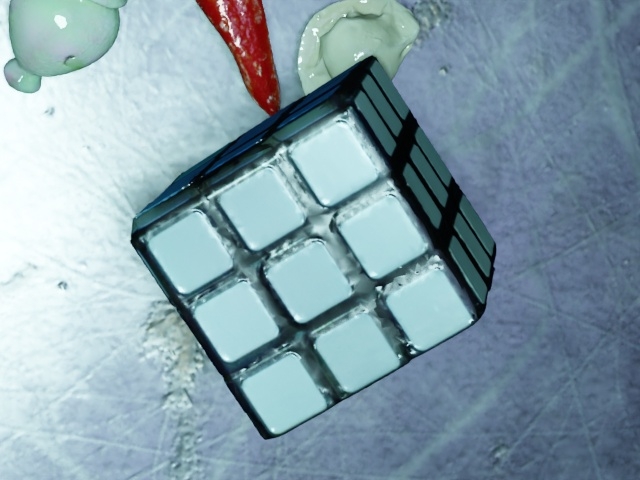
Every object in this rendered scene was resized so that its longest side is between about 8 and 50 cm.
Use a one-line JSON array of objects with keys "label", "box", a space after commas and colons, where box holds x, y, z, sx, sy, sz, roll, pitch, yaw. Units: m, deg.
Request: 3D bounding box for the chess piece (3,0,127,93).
[{"label": "chess piece", "box": [-0.117, -0.194, 1.211, 0.139, 0.139, 0.272, 33, 117, -12]}]

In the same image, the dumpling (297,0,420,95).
[{"label": "dumpling", "box": [0.022, -0.126, 1.300, 0.052, 0.057, 0.076, 9, 129, -44]}]

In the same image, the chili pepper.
[{"label": "chili pepper", "box": [-0.058, -0.152, 1.285, 0.045, 0.027, 0.178, -21, 100, -10]}]

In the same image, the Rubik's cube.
[{"label": "Rubik's cube", "box": [0.000, 0.000, 1.220, 0.160, 0.162, 0.163, -31, 101, 14]}]
